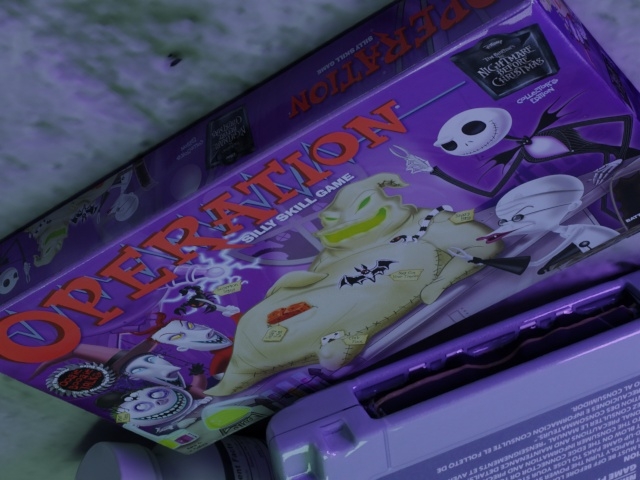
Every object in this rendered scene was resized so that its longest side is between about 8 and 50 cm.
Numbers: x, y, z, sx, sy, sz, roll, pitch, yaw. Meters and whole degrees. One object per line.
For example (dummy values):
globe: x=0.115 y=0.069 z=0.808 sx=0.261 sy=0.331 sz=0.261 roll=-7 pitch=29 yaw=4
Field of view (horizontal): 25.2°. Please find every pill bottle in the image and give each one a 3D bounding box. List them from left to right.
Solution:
pill bottle: x=-0.063 y=0.178 z=0.922 sx=0.180 sy=0.108 sz=0.108 roll=11 pitch=139 yaw=-31

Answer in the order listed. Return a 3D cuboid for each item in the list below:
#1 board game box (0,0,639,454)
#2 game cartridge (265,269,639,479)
board game box: x=0.000 y=0.000 z=0.740 sx=0.347 sy=0.056 sz=0.208 roll=-29 pitch=139 yaw=22
game cartridge: x=0.116 y=0.137 z=0.876 sx=0.294 sy=0.060 sz=0.196 roll=-19 pitch=125 yaw=-14
